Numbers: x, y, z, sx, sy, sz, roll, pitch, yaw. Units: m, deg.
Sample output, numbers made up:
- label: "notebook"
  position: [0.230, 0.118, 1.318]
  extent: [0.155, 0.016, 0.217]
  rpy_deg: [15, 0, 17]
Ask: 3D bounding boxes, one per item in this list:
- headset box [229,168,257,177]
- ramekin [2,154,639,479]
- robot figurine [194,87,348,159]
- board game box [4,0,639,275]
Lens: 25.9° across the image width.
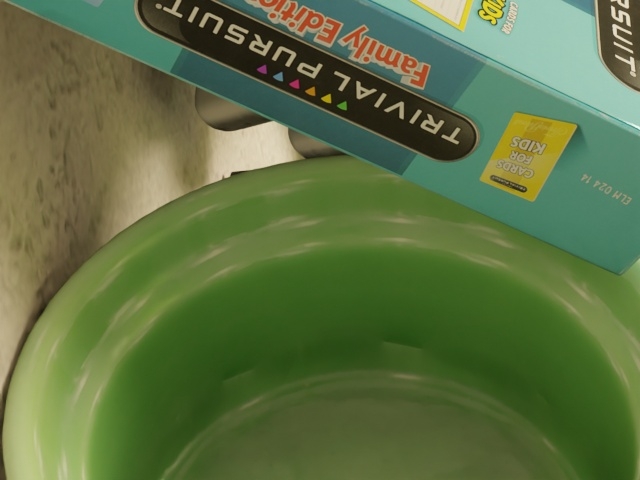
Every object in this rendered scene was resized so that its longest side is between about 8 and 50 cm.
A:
- label: "headset box"
  position: [-0.006, 0.103, 0.947]
  extent: [0.218, 0.110, 0.293]
  rpy_deg: [-80, 163, -49]
- label: "ramekin"
  position: [0.019, 0.110, 0.643]
  extent: [0.303, 0.303, 0.148]
  rpy_deg: [-81, 169, -47]
- label: "robot figurine"
  position: [0.017, -0.232, 0.869]
  extent: [0.300, 0.199, 0.353]
  rpy_deg: [16, 77, -37]
- label: "board game box"
  position: [0.015, -0.155, 0.647]
  extent: [0.079, 0.336, 0.254]
  rpy_deg: [-53, -161, 42]
